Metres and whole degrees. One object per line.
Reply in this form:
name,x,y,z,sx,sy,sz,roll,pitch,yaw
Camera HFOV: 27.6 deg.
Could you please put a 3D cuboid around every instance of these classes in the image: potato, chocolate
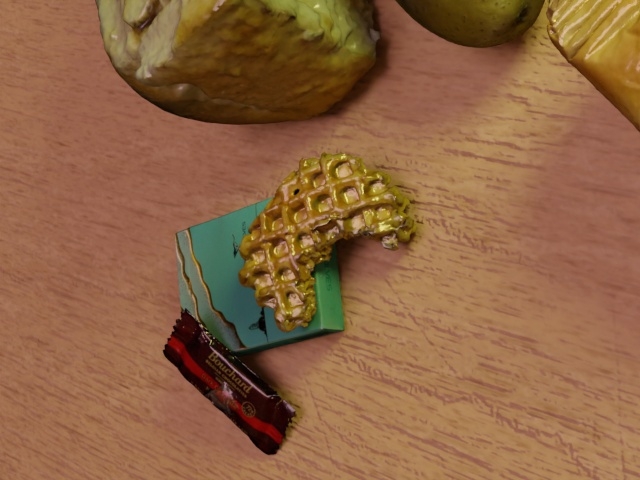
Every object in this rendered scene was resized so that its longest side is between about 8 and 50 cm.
potato,0.124,-0.291,1.237,0.248,0.144,0.169,60,163,26
chocolate,-0.104,0.159,1.444,0.182,0.028,0.086,44,127,20

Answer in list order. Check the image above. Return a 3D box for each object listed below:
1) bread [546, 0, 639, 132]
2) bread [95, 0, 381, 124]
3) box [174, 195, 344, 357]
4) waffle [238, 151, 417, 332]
bread,0.296,-0.143,1.015,0.133,0.179,0.250,-49,53,24
bread,-0.121,-0.315,1.415,0.264,0.239,0.395,-33,60,38
box,-0.073,0.043,1.456,0.229,0.041,0.162,-19,72,42
waffle,-0.001,-0.001,1.339,0.149,0.051,0.194,43,99,26
